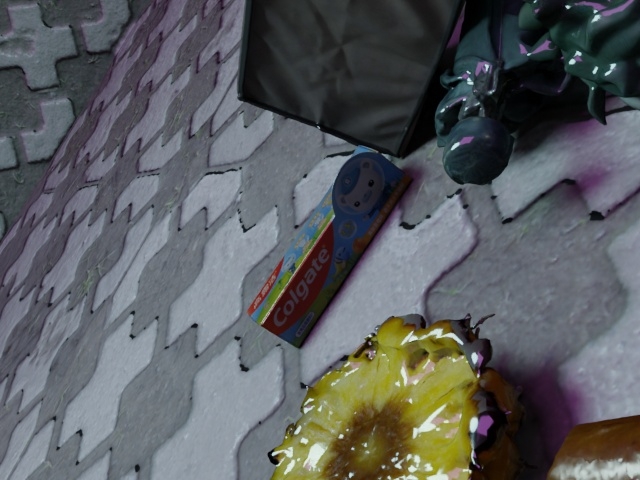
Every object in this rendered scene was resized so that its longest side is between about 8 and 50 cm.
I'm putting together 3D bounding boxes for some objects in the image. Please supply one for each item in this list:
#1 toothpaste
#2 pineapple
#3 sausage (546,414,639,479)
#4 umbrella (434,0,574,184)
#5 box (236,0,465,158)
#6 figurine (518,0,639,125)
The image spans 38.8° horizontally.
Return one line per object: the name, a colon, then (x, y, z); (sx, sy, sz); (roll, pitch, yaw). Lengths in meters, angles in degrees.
toothpaste: (0.000, 0.000, 0.848); (0.193, 0.070, 0.044); (-56, 28, -1)
pineapple: (0.050, 0.148, 0.588); (0.225, 0.076, 0.225); (-36, 33, 28)
sausage: (0.233, 0.066, 0.376); (0.302, 0.076, 0.103); (-38, 35, 32)
umbrella: (0.162, -0.173, 0.750); (0.143, 0.094, 0.349); (119, 172, -50)
box: (0.031, -0.220, 0.819); (0.252, 0.188, 0.153); (113, 176, -60)
figurine: (0.269, -0.170, 0.454); (0.261, 0.186, 0.382); (-41, 14, -32)
